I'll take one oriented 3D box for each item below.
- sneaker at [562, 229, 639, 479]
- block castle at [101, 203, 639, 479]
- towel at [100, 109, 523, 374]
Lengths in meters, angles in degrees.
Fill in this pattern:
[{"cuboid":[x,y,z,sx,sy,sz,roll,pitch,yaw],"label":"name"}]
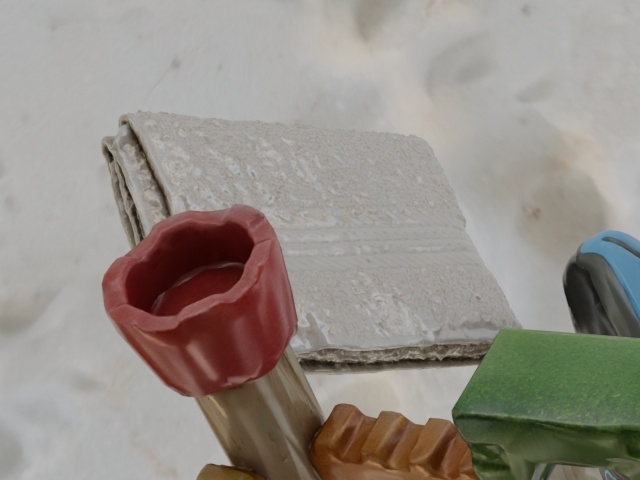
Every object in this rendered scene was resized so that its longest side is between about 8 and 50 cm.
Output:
[{"cuboid":[0.210,0.157,1.041,0.139,0.125,0.341,-11,110,26],"label":"sneaker"},{"cuboid":[0.055,0.125,0.547,0.453,0.303,0.213,4,133,35],"label":"block castle"},{"cuboid":[0.000,0.000,1.014,0.282,0.187,0.049,0,146,-39],"label":"towel"}]
